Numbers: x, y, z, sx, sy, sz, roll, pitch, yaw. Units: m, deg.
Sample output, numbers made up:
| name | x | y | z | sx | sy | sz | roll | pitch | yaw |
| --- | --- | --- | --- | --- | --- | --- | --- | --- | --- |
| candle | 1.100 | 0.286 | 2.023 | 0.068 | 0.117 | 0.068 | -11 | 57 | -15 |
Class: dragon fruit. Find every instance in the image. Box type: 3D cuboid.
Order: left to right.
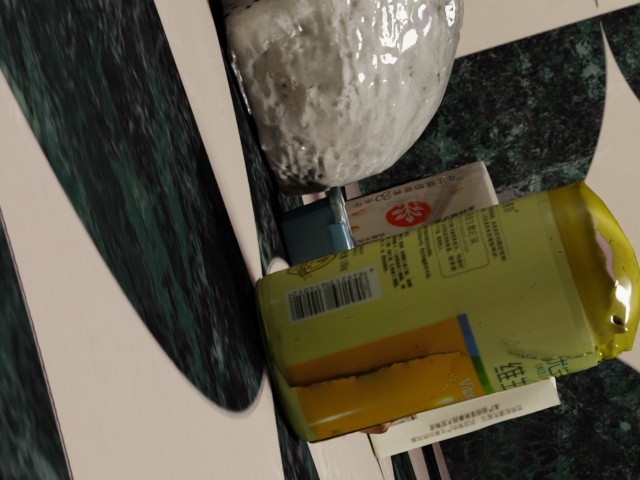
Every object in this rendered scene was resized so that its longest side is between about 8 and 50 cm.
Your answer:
| name | x | y | z | sx | sy | sz | roll | pitch | yaw |
| --- | --- | --- | --- | --- | --- | --- | --- | --- | --- |
| dragon fruit | 0.030 | -0.173 | 1.550 | 0.283 | 0.204 | 0.221 | -95 | 169 | -67 |

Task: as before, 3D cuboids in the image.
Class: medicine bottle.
| name | x | y | z | sx | sy | sz | roll | pitch | yaw |
| --- | --- | --- | --- | --- | --- | --- | --- | --- | --- |
| medicine bottle | 0.085 | 0.046 | 1.126 | 0.124 | 0.239 | 0.124 | -15 | 90 | -83 |

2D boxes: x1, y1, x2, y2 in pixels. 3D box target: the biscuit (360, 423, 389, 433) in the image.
| name | x | y | z | sx | sy | sz | roll | pitch | yaw |
| --- | --- | --- | --- | --- | --- | --- | --- | --- | --- |
| biscuit | 0.042 | 0.089 | 1.494 | 0.118 | 0.061 | 0.183 | 93 | 6 | -53 |

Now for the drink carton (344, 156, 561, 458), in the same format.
| name | x | y | z | sx | sy | sz | roll | pitch | yaw |
| --- | --- | --- | --- | --- | --- | --- | --- | --- | --- |
| drink carton | 0.118 | 0.064 | 1.838 | 0.324 | 0.194 | 0.132 | -98 | 169 | -61 |

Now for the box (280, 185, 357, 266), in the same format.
| name | x | y | z | sx | sy | sz | roll | pitch | yaw |
| --- | --- | --- | --- | --- | --- | --- | --- | --- | --- |
| box | 0.000 | 0.000 | 1.472 | 0.099 | 0.054 | 0.074 | -82 | 158 | -81 |
